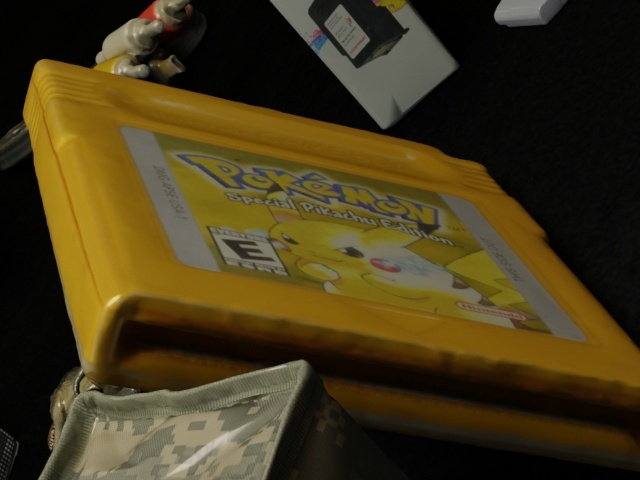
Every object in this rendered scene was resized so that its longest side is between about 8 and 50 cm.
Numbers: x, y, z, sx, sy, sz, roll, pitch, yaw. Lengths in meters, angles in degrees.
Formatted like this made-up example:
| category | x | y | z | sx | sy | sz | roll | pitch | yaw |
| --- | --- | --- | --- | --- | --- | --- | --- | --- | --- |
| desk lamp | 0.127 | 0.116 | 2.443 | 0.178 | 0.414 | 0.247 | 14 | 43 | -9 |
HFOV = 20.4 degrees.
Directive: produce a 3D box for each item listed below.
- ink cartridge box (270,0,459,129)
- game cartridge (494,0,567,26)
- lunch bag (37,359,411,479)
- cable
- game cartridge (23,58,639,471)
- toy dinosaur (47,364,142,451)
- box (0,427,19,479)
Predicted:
| category | x | y | z | sx | sy | sz | roll | pitch | yaw |
| --- | --- | --- | --- | --- | --- | --- | --- | --- | --- |
| ink cartridge box | 0.006 | -0.178 | 1.246 | 0.072 | 0.175 | 0.127 | -40 | 29 | 6 |
| game cartridge | 0.158 | -0.181 | 1.210 | 0.056 | 0.017 | 0.083 | 8 | 59 | 53 |
| lunch bag | -0.036 | 0.234 | 0.694 | 0.169 | 0.235 | 0.287 | -13 | 42 | 39 |
| cable | -0.208 | -0.152 | 1.618 | 0.287 | 0.072 | 0.139 | -16 | 34 | 44 |
| game cartridge | 0.000 | 0.000 | 0.921 | 0.323 | 0.285 | 0.052 | -118 | 43 | -61 |
| toy dinosaur | -0.099 | 0.077 | 1.182 | 0.268 | 0.064 | 0.118 | -33 | 24 | 18 |
| box | -0.390 | 0.133 | 1.283 | 0.216 | 0.270 | 0.060 | -30 | 33 | 30 |
